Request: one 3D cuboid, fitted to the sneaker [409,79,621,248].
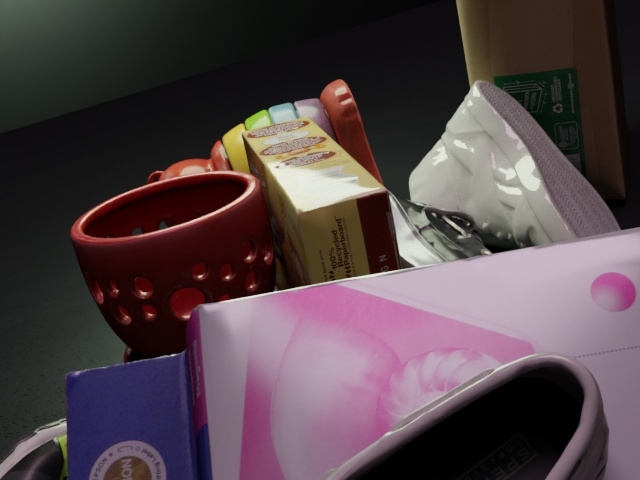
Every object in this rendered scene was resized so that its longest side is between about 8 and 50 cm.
[{"bbox_3d":[0.199,-0.018,1.074,0.108,0.169,0.292,14,36,-37],"label":"sneaker"}]

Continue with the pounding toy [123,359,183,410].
[{"bbox_3d":[-0.047,0.159,0.601,0.094,0.206,0.181,-11,21,4],"label":"pounding toy"}]

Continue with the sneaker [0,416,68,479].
[{"bbox_3d":[-0.231,0.225,0.759,0.097,0.084,0.235,30,43,27],"label":"sneaker"}]

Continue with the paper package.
[{"bbox_3d":[0.282,-0.238,1.255,0.168,0.324,0.309,-5,22,19],"label":"paper package"}]

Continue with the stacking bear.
[{"bbox_3d":[-0.080,-0.088,1.338,0.289,0.175,0.164,-21,23,-1],"label":"stacking bear"}]

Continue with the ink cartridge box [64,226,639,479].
[{"bbox_3d":[0.033,0.171,0.455,0.330,0.071,0.324,-11,63,3],"label":"ink cartridge box"}]

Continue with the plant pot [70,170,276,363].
[{"bbox_3d":[-0.133,0.039,1.001,0.191,0.174,0.191,-11,22,4],"label":"plant pot"}]

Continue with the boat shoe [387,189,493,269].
[{"bbox_3d":[0.117,0.018,1.001,0.105,0.113,0.306,-12,23,-15],"label":"boat shoe"}]

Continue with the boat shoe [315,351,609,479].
[{"bbox_3d":[0.007,0.133,0.393,0.258,0.084,0.095,-44,64,-10],"label":"boat shoe"}]

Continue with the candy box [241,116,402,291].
[{"bbox_3d":[0.000,0.000,1.010,0.088,0.182,0.316,-14,21,-8],"label":"candy box"}]
